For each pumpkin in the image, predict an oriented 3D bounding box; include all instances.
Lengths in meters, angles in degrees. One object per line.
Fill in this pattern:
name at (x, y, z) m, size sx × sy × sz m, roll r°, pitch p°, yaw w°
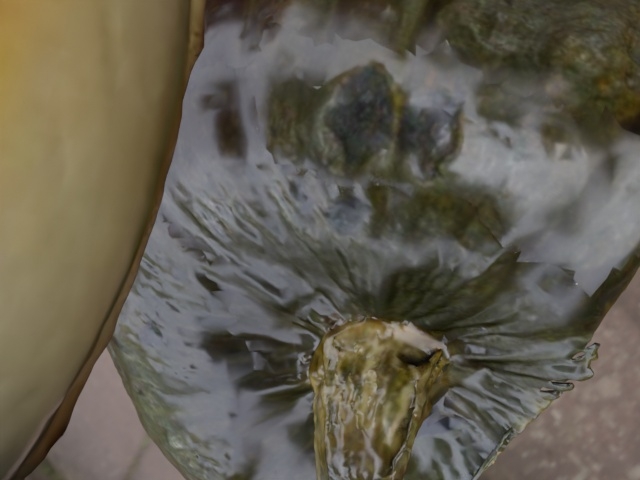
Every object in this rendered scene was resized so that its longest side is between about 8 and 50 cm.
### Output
pumpkin at (0.000, 0.000, 0.691) m, size 0.232 × 0.242 × 0.325 m, roll 24°, pitch 128°, yaw -4°

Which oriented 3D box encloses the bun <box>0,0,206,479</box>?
bun at (-0.180, -0.050, 0.398) m, size 0.299 × 0.164 × 0.299 m, roll -12°, pitch 71°, yaw 38°
